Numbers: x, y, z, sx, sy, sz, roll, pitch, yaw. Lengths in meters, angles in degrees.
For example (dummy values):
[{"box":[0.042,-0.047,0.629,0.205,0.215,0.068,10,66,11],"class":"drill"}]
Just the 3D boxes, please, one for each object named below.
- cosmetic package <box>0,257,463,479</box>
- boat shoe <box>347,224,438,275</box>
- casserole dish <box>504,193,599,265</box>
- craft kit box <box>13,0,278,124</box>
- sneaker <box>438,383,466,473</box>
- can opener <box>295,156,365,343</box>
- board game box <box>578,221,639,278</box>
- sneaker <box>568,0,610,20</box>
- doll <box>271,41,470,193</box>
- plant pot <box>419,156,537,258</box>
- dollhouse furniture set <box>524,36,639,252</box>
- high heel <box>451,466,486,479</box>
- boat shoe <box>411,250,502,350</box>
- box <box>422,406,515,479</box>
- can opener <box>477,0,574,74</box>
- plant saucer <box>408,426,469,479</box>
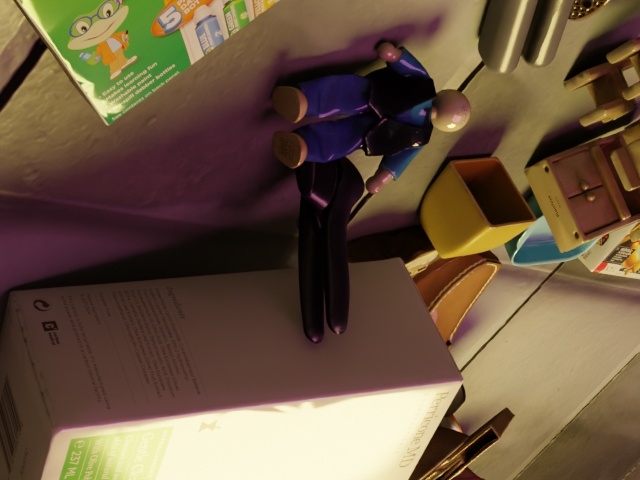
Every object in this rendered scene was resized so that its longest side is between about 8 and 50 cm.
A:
[{"box":[-0.089,0.139,1.351,0.366,0.155,0.197,-4,138,-25],"class":"cosmetic package"},{"box":[0.071,0.022,1.574,0.135,0.050,0.045,-12,137,-43],"class":"boat shoe"},{"box":[0.274,-0.025,1.777,0.188,0.037,0.114,-4,138,-48],"class":"casserole dish"},{"box":[-0.089,-0.216,0.998,0.250,0.061,0.246,-38,151,-4],"class":"craft kit box"},{"box":[0.104,0.225,1.905,0.121,0.099,0.262,-25,143,-12],"class":"sneaker"},{"box":[0.000,0.000,1.330,0.073,0.186,0.059,19,150,-36],"class":"can opener"},{"box":[0.448,-0.035,1.964,0.193,0.053,0.305,-50,152,20],"class":"board game box"},{"box":[0.259,-0.265,1.348,0.071,0.066,0.188,-34,163,-36],"class":"sneaker"},{"box":[0.047,-0.100,1.317,0.189,0.046,0.129,-11,110,-35],"class":"doll"},{"box":[0.147,-0.026,1.572,0.081,0.081,0.083,-7,152,-47],"class":"plant pot"},{"box":[0.350,-0.087,1.596,0.161,0.212,0.242,-21,175,-30],"class":"dollhouse furniture set"},{"box":[0.087,0.375,1.999,0.377,0.181,0.127,-19,147,-36],"class":"high heel"},{"box":[0.085,0.139,1.696,0.324,0.120,0.123,-49,152,20],"class":"boat shoe"},{"box":[0.148,0.256,1.793,0.164,0.021,0.201,-41,172,9],"class":"box"},{"box":[0.199,-0.229,1.287,0.076,0.095,0.283,-13,145,-18],"class":"can opener"},{"box":[0.031,0.299,1.746,0.311,0.050,0.310,-39,172,-6],"class":"plant saucer"}]
